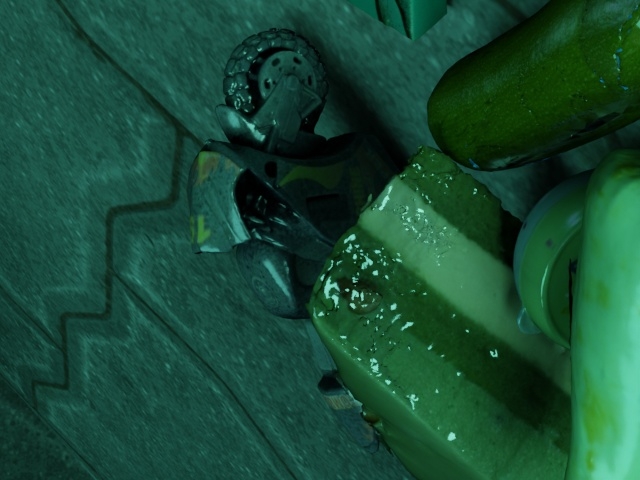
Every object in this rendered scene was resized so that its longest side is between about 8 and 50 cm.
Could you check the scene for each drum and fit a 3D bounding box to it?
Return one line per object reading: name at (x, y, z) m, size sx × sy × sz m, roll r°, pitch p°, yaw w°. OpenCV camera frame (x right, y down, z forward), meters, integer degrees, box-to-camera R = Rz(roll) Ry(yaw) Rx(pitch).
drum at (0.227, 0.041, 0.935) m, size 0.253 × 0.130 × 0.049 m, roll 28°, pitch -164°, yaw -27°

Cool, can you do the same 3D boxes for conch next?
conch at (0.204, 0.040, 0.823) m, size 0.143 × 0.137 × 0.251 m, roll -91°, pitch 3°, yaw -57°

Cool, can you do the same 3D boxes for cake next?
cake at (0.126, 0.078, 0.969) m, size 0.172 × 0.158 × 0.283 m, roll 24°, pitch 162°, yaw 32°

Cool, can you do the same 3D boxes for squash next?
squash at (0.146, -0.099, 0.815) m, size 0.087 × 0.087 × 0.331 m, roll 49°, pitch 159°, yaw -3°

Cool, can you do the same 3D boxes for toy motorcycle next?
toy motorcycle at (0.000, 0.000, 1.124) m, size 0.307 × 0.173 × 0.108 m, roll 56°, pitch 155°, yaw -15°

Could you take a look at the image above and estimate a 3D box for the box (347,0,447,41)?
box at (-0.016, -0.238, 0.937) m, size 0.226 × 0.042 × 0.161 m, roll 36°, pitch 156°, yaw 27°
